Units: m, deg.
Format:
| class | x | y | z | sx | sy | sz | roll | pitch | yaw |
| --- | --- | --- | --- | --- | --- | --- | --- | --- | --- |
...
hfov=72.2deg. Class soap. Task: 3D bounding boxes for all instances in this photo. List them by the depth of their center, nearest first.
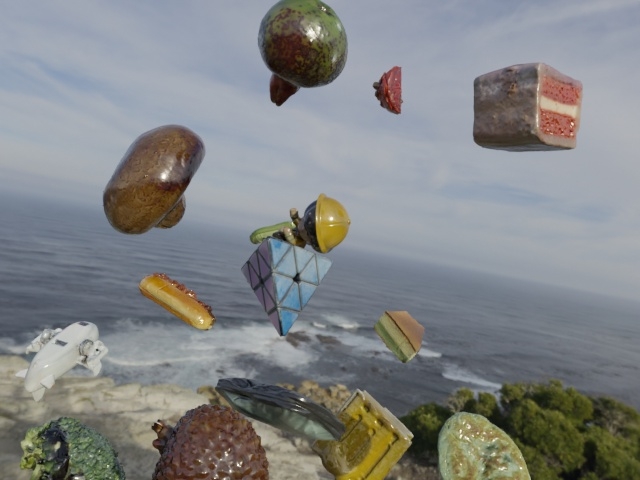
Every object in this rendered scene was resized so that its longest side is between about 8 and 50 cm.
| class | x | y | z | sx | sy | sz | roll | pitch | yaw |
| --- | --- | --- | --- | --- | --- | --- | --- | --- | --- |
| soap | 0.144 | 0.712 | 1.543 | 0.259 | 0.281 | 0.143 | 40 | 4 | 23 |

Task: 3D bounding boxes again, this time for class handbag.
| class | x | y | z | sx | sy | sz | roll | pitch | yaw |
| --- | --- | --- | --- | --- | --- | --- | --- | --- | --- |
| handbag | -0.107 | 0.390 | 1.022 | 0.332 | 0.075 | 0.191 | -10 | -44 | 44 |

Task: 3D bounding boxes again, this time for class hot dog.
| class | x | y | z | sx | sy | sz | roll | pitch | yaw |
| --- | --- | --- | --- | --- | --- | --- | --- | --- | --- |
| hot dog | -0.379 | 0.152 | 1.162 | 0.249 | 0.076 | 0.102 | 29 | -6 | 16 |

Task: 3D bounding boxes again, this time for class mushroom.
| class | x | y | z | sx | sy | sz | roll | pitch | yaw |
| --- | --- | --- | --- | --- | --- | --- | --- | --- | --- |
| mushroom | -0.448 | -0.168 | 1.185 | 0.239 | 0.345 | 0.345 | 10 | 1 | -36 |

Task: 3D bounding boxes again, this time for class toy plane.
| class | x | y | z | sx | sy | sz | roll | pitch | yaw |
| --- | --- | --- | --- | --- | --- | --- | --- | --- | --- |
| toy plane | -0.728 | 0.329 | 1.244 | 0.244 | 0.117 | 0.245 | 1 | 32 | -1 |

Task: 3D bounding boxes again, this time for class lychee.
| class | x | y | z | sx | sy | sz | roll | pitch | yaw |
| --- | --- | --- | --- | --- | --- | --- | --- | --- | --- |
| lychee | -0.197 | 0.389 | 0.762 | 0.238 | 0.200 | 0.200 | 30 | 6 | 13 |

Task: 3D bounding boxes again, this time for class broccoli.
| class | x | y | z | sx | sy | sz | roll | pitch | yaw |
| --- | --- | --- | --- | --- | --- | --- | --- | --- | --- |
| broccoli | -0.597 | 0.530 | 0.978 | 0.263 | 0.243 | 0.247 | 35 | -19 | 5 |

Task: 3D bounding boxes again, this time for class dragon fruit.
| class | x | y | z | sx | sy | sz | roll | pitch | yaw |
| --- | --- | --- | --- | --- | --- | --- | --- | --- | --- |
| dragon fruit | 0.222 | -0.517 | 1.528 | 0.083 | 0.162 | 0.106 | -17 | 19 | -36 |

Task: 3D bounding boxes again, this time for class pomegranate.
| class | x | y | z | sx | sy | sz | roll | pitch | yaw |
| --- | --- | --- | --- | --- | --- | --- | --- | --- | --- |
| pomegranate | -0.056 | -0.411 | 0.988 | 0.214 | 0.248 | 0.214 | 24 | 36 | -19 |

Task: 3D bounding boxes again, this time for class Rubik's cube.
| class | x | y | z | sx | sy | sz | roll | pitch | yaw |
| --- | --- | --- | --- | --- | --- | --- | --- | --- | --- |
| Rubik's cube | -0.082 | 0.073 | 0.883 | 0.211 | 0.190 | 0.178 | -9 | -39 | 4 |

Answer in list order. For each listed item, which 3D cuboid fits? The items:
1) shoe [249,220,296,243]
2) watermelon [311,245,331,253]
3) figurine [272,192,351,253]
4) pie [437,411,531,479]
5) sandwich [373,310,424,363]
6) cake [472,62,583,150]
| class | x | y | z | sx | sy | sz | roll | pitch | yaw |
| --- | --- | --- | --- | --- | --- | --- | --- | --- | --- |
| shoe | -0.208 | -0.020 | 2.006 | 0.262 | 0.128 | 0.140 | -18 | -21 | 22 |
| watermelon | 0.000 | 0.000 | 1.766 | 0.105 | 0.105 | 0.133 | 10 | -4 | -44 |
| figurine | -0.022 | -0.038 | 1.418 | 0.256 | 0.192 | 0.167 | -26 | -39 | 37 |
| pie | 0.376 | 0.519 | 1.013 | 0.240 | 0.054 | 0.240 | 11 | 44 | -11 |
| sandwich | 0.355 | 0.400 | 1.810 | 0.186 | 0.108 | 0.220 | 11 | 32 | -42 |
| cake | 0.657 | -0.406 | 1.392 | 0.308 | 0.237 | 0.230 | -1 | 8 | -35 |
